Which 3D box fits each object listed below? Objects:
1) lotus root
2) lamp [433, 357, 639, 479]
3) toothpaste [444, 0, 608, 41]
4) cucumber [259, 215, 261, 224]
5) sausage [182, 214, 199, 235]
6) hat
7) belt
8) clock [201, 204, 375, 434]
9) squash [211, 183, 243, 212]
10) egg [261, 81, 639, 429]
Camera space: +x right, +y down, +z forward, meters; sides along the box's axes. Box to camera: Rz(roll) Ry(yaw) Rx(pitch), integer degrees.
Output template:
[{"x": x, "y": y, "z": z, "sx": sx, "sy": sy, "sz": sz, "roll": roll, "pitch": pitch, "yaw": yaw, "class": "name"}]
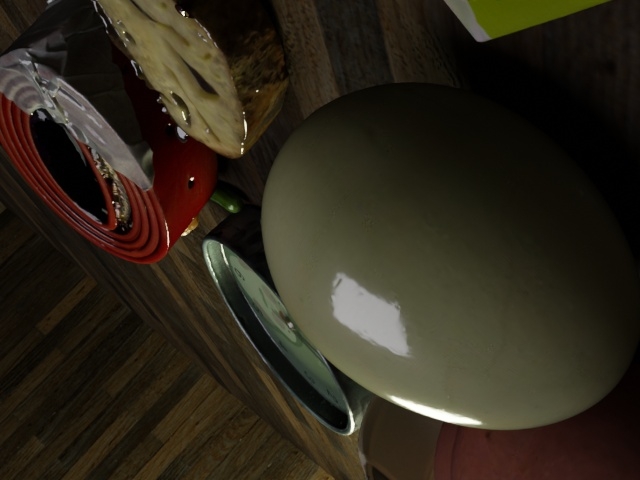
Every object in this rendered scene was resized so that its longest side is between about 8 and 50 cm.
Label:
[{"x": -0.107, "y": -0.171, "z": 0.739, "sx": 0.170, "sy": 0.074, "sz": 0.261, "roll": 29, "pitch": 157, "yaw": 39, "class": "lotus root"}, {"x": 0.211, "y": 0.225, "z": 0.691, "sx": 0.305, "sy": 0.240, "sz": 0.305, "roll": 40, "pitch": 164, "yaw": 13, "class": "lamp"}, {"x": 0.014, "y": -0.218, "z": 0.325, "sx": 0.327, "sy": 0.077, "sz": 0.110, "roll": 48, "pitch": 165, "yaw": -16, "class": "toothpaste"}, {"x": 0.000, "y": 0.000, "z": 0.947, "sx": 0.115, "sy": 0.062, "sz": 0.116, "roll": 43, "pitch": 163, "yaw": 12, "class": "cucumber"}, {"x": -0.245, "y": -0.098, "z": 1.221, "sx": 0.238, "sy": 0.098, "sz": 0.098, "roll": 53, "pitch": 161, "yaw": -26, "class": "sausage"}, {"x": 0.146, "y": 0.236, "z": 0.987, "sx": 0.226, "sy": 0.219, "sz": 0.164, "roll": 51, "pitch": 178, "yaw": 15, "class": "hat"}, {"x": -0.239, "y": -0.116, "z": 1.018, "sx": 0.227, "sy": 0.115, "sz": 0.324, "roll": 17, "pitch": 146, "yaw": 24, "class": "belt"}, {"x": -0.034, "y": 0.104, "z": 1.182, "sx": 0.319, "sy": 0.066, "sz": 0.319, "roll": 46, "pitch": 160, "yaw": 22, "class": "clock"}, {"x": -0.121, "y": -0.055, "z": 1.153, "sx": 0.089, "sy": 0.027, "sz": 0.027, "roll": 28, "pitch": 159, "yaw": 51, "class": "squash"}, {"x": 0.077, "y": 0.011, "z": 0.560, "sx": 0.241, "sy": 0.186, "sz": 0.186, "roll": 35, "pitch": 163, "yaw": 8, "class": "egg"}]
